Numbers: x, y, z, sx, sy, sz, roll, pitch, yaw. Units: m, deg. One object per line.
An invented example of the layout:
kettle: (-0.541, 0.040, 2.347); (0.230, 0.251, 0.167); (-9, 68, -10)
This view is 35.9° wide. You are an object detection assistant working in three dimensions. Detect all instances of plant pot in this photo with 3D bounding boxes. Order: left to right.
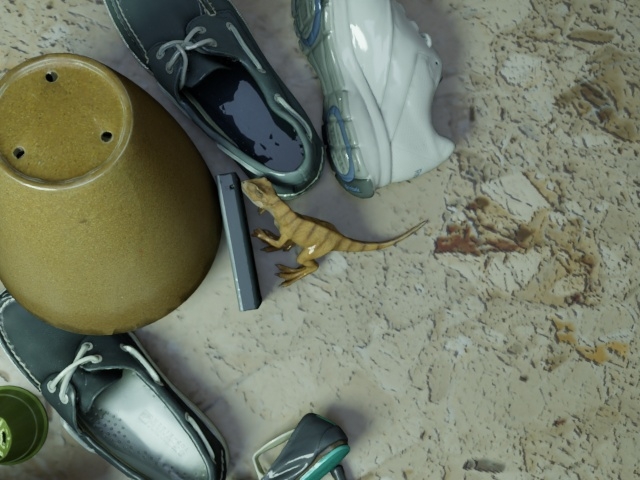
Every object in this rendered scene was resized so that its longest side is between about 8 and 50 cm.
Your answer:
plant pot: (-0.325, 0.193, 0.994); (0.083, 0.079, 0.083); (0, 90, -2)
plant pot: (-0.210, -0.058, 0.886); (0.237, 0.254, 0.237); (1, 72, -4)

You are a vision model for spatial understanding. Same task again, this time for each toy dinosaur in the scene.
toy dinosaur: (0.000, 0.000, 1.004); (0.211, 0.112, 0.064); (19, 52, -37)

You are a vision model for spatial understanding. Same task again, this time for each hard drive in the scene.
hard drive: (-0.081, 0.002, 0.994); (0.022, 0.094, 0.135); (-11, 90, -2)

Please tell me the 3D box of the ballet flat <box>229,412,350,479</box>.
ballet flat: (-0.056, 0.256, 1.012); (0.074, 0.074, 0.203); (42, 95, -1)

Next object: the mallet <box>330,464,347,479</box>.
mallet: (0.050, 0.327, 1.029); (0.039, 0.062, 0.190); (-21, 75, -3)

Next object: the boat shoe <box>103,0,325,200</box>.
boat shoe: (-0.109, -0.178, 0.993); (0.116, 0.099, 0.319); (-38, 91, -1)

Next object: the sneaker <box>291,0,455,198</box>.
sneaker: (0.051, -0.197, 1.010); (0.129, 0.111, 0.297); (-14, 94, -17)

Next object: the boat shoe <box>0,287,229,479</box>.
boat shoe: (-0.213, 0.149, 0.991); (0.302, 0.091, 0.114); (37, 89, -1)
